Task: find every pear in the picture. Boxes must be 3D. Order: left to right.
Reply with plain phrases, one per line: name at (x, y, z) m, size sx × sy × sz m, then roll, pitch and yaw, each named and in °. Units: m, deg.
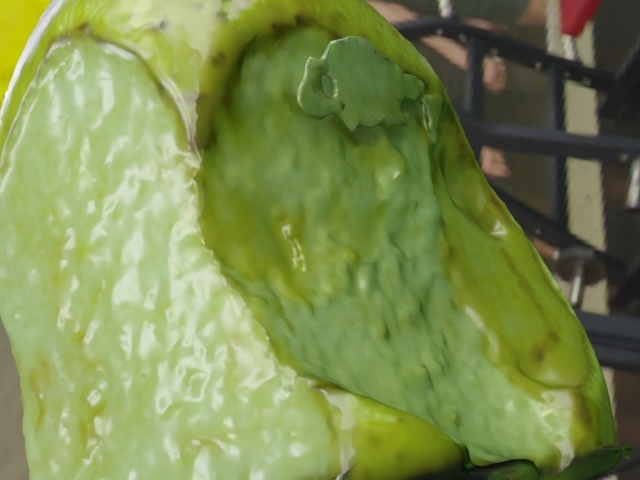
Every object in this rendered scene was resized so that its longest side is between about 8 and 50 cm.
pear at (0.000, 0.000, 0.474) m, size 0.164 × 0.238 × 0.255 m, roll -29°, pitch 69°, yaw 33°

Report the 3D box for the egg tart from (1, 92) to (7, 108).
egg tart at (-0.057, -0.069, 0.735) m, size 0.288 × 0.288 × 0.118 m, roll -157°, pitch 83°, yaw -83°
